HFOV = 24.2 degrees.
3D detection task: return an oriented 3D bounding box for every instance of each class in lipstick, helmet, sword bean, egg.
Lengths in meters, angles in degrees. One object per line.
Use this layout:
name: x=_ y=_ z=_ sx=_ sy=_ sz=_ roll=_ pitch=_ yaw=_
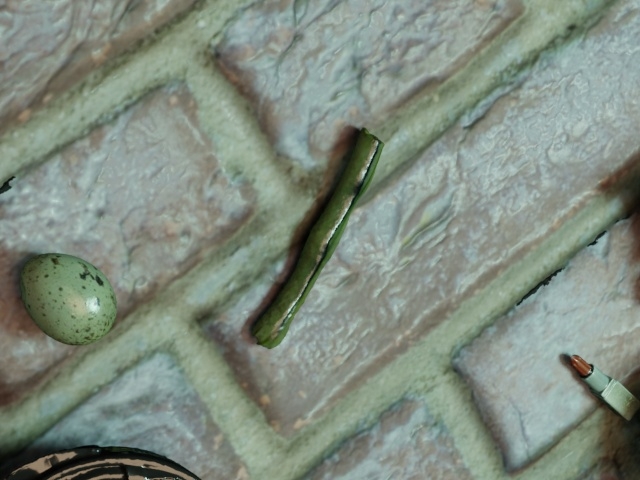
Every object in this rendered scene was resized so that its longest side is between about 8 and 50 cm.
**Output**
lipstick: x=0.353 y=0.180 z=1.888 sx=0.129 sy=0.030 sz=0.030 roll=41 pitch=83 yaw=-29
helmet: x=-0.227 y=0.317 z=1.555 sx=0.278 sy=0.160 sz=0.231 roll=21 pitch=91 yaw=-14
sword bean: x=0.000 y=0.001 z=1.664 sx=0.043 sy=0.038 sz=0.269 roll=29 pitch=89 yaw=-35
egg: x=-0.258 y=0.059 z=1.520 sx=0.110 sy=0.085 sz=0.085 roll=37 pitch=84 yaw=-22
